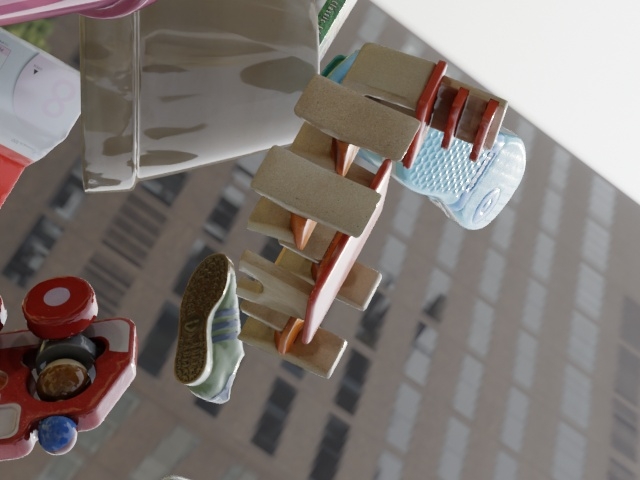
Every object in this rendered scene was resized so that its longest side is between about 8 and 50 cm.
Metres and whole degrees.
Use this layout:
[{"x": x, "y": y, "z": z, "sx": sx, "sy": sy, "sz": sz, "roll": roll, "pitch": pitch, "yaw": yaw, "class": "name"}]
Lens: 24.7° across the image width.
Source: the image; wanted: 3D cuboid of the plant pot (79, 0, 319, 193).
[{"x": -0.152, "y": -0.216, "z": 1.783, "sx": 0.323, "sy": 0.280, "sz": 0.323, "roll": 180, "pitch": -90, "yaw": -81, "class": "plant pot"}]

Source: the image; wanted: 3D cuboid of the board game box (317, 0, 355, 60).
[{"x": 0.024, "y": -0.325, "z": 2.038, "sx": 0.259, "sy": 0.030, "sz": 0.136, "roll": -59, "pitch": 176, "yaw": -3, "class": "board game box"}]

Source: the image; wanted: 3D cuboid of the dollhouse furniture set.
[{"x": 0.043, "y": -0.033, "z": 1.214, "sx": 0.262, "sy": 0.135, "sz": 0.259, "roll": 100, "pitch": 17, "yaw": -60, "class": "dollhouse furniture set"}]

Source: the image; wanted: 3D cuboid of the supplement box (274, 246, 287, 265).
[{"x": 0.000, "y": 0.000, "z": 2.177, "sx": 0.080, "sy": 0.078, "sz": 0.233, "roll": -47, "pitch": 172, "yaw": -42, "class": "supplement box"}]

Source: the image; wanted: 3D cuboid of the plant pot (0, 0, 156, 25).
[{"x": -0.202, "y": -0.227, "z": 0.970, "sx": 0.180, "sy": 0.201, "sz": 0.201, "roll": -33, "pitch": 175, "yaw": -39, "class": "plant pot"}]

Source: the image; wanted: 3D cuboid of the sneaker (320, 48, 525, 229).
[{"x": 0.105, "y": -0.127, "z": 1.674, "sx": 0.127, "sy": 0.208, "sz": 0.319, "roll": -55, "pitch": 152, "yaw": 3, "class": "sneaker"}]

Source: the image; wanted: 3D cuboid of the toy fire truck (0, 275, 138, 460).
[{"x": -0.393, "y": 0.193, "z": 1.922, "sx": 0.254, "sy": 0.302, "sz": 0.169, "roll": -94, "pitch": 177, "yaw": -50, "class": "toy fire truck"}]

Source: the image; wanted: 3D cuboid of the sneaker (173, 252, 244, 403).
[{"x": -0.130, "y": 0.116, "z": 1.815, "sx": 0.064, "sy": 0.086, "sz": 0.192, "roll": -12, "pitch": -131, "yaw": 26, "class": "sneaker"}]

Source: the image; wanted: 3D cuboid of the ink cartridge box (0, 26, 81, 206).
[{"x": -0.440, "y": -0.160, "z": 1.970, "sx": 0.066, "sy": 0.189, "sz": 0.232, "roll": 30, "pitch": -88, "yaw": 48, "class": "ink cartridge box"}]

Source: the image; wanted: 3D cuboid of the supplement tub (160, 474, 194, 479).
[{"x": -0.052, "y": 0.407, "z": 1.633, "sx": 0.207, "sy": 0.338, "sz": 0.207, "roll": -161, "pitch": -90, "yaw": -85, "class": "supplement tub"}]
